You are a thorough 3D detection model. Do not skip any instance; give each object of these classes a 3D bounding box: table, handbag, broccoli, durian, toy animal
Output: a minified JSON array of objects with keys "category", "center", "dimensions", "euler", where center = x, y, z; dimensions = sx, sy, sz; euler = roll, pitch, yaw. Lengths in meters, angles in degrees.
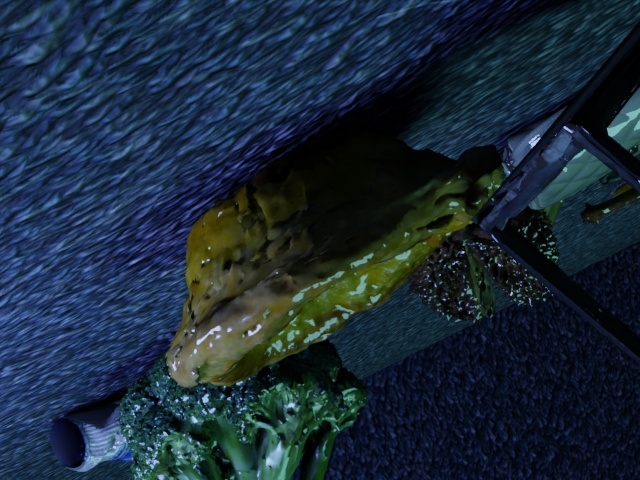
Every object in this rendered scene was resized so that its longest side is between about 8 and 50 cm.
[{"category":"table","center":[0.339,-0.073,1.108],"dimensions":[0.335,0.272,0.222],"euler":[-48,178,-21]},{"category":"handbag","center":[0.311,-0.132,1.629],"dimensions":[0.256,0.079,0.219],"euler":[-31,167,2]},{"category":"broccoli","center":[-0.085,0.208,1.766],"dimensions":[0.295,0.245,0.265],"euler":[-1,175,-14]},{"category":"durian","center":[0.185,0.014,1.773],"dimensions":[0.196,0.167,0.196],"euler":[-24,153,-13]},{"category":"toy animal","center":[0.452,-0.090,1.882],"dimensions":[0.224,0.066,0.230],"euler":[-23,175,-30]}]

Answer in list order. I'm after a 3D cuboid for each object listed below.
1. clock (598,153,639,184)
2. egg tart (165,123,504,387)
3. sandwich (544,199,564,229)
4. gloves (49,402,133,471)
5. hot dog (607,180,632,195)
[{"category":"clock","center":[0.470,-0.175,1.881],"dimensions":[0.325,0.067,0.325],"euler":[-28,171,-5]},{"category":"egg tart","center":[-0.001,0.001,1.254],"dimensions":[0.341,0.129,0.341],"euler":[-30,170,-6]},{"category":"sandwich","center":[0.229,-0.055,1.966],"dimensions":[0.117,0.144,0.187],"euler":[-10,122,-64]},{"category":"gloves","center":[-0.233,0.225,1.886],"dimensions":[0.119,0.097,0.229],"euler":[3,-158,43]},{"category":"hot dog","center":[0.537,-0.142,2.214],"dimensions":[0.268,0.075,0.144],"euler":[-29,173,11]}]
